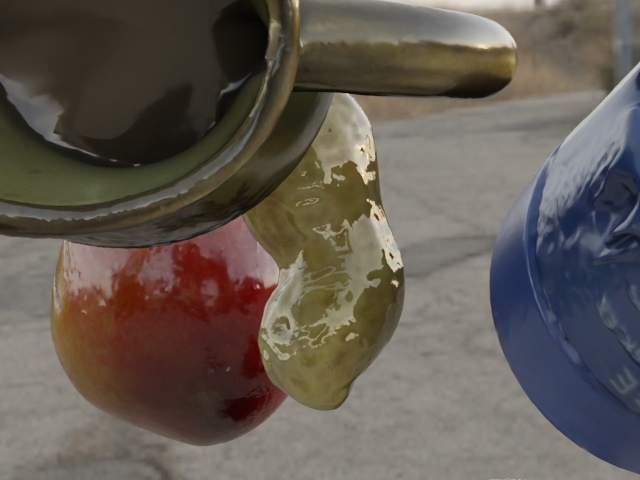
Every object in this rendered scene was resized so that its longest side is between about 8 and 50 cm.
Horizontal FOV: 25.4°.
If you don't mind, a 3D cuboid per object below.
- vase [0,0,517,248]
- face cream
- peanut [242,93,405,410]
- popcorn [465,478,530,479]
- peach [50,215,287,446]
[{"bbox_3d":[-0.060,-0.106,0.738,0.329,0.241,0.302,2,8,-4],"label":"vase"},{"bbox_3d":[0.255,0.004,0.885,0.249,0.249,0.225,-4,-23,-15],"label":"face cream"},{"bbox_3d":[0.000,0.000,0.955,0.103,0.230,0.098,-10,-16,2],"label":"peanut"},{"bbox_3d":[0.122,0.282,1.131,0.197,0.198,0.155,-1,-3,32],"label":"popcorn"},{"bbox_3d":[-0.113,0.048,1.309,0.248,0.275,0.245,-12,42,-34],"label":"peach"}]
